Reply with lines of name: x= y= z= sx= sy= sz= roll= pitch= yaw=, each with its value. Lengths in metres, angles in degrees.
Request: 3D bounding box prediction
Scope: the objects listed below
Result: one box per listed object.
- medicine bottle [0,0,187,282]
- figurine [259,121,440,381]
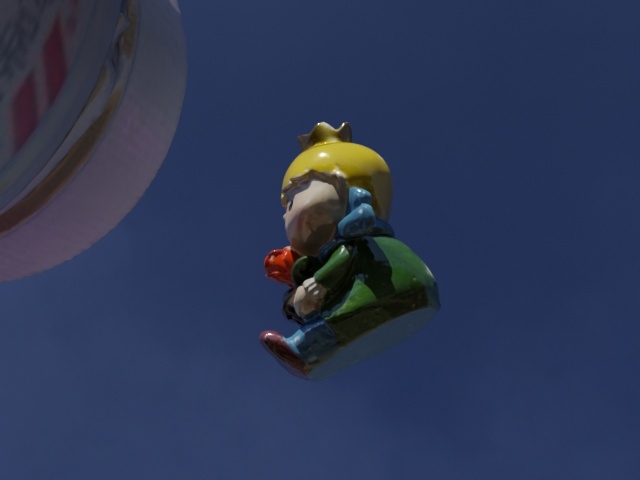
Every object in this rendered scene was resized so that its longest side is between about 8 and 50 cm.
medicine bottle: x=-0.199 y=-0.107 z=0.519 sx=0.256 sy=0.256 sz=0.325 roll=-12 pitch=-14 yaw=10
figurine: x=0.001 y=0.005 z=1.279 sx=0.185 sy=0.234 sz=0.127 roll=-32 pitch=-21 yaw=11
